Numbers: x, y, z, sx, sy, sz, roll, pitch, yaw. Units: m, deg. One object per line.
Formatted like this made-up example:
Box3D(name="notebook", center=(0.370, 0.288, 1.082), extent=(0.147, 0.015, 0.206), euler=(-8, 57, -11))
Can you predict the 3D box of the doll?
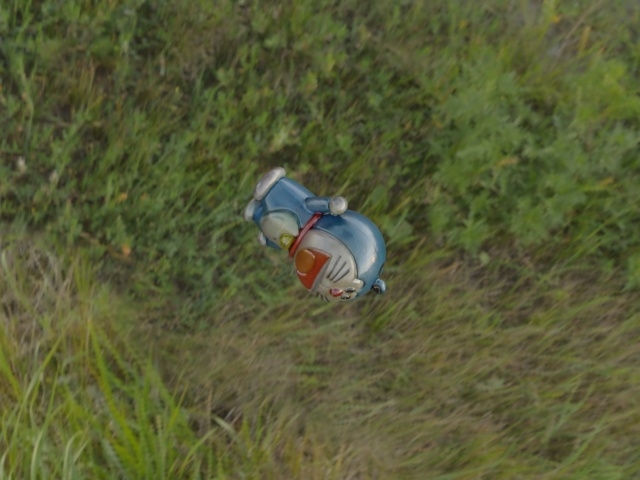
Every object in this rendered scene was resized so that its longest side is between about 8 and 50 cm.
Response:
Box3D(name="doll", center=(0.000, 0.000, 1.083), extent=(0.152, 0.114, 0.085), euler=(40, 49, 7))
